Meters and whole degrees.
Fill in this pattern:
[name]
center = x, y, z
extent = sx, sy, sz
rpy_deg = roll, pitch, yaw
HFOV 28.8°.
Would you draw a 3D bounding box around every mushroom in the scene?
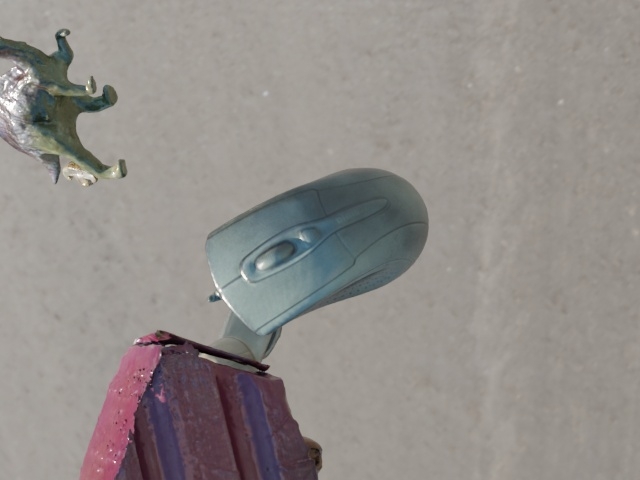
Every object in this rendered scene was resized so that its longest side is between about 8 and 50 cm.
[mushroom]
center = -0.435, -0.119, 2.252
extent = 0.101, 0.019, 0.049
rpy_deg = 8, 135, 47

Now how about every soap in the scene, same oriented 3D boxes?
[soap]
center = -0.098, 0.211, 0.991
extent = 0.112, 0.182, 0.289
rpy_deg = -13, 91, 63

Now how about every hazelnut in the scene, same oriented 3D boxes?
[hazelnut]
center = -0.037, 0.368, 2.097
extent = 0.086, 0.086, 0.086
rpy_deg = 27, 137, 28

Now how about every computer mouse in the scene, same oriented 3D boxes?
[computer mouse]
center = 0.000, 0.000, 1.820
extent = 0.188, 0.371, 0.122
rpy_deg = 59, 162, 15

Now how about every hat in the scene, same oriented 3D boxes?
[hat]
center = -0.180, 0.198, 2.234
extent = 0.219, 0.164, 0.226
rpy_deg = -24, 64, 53

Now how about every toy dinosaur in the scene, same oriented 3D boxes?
[toy dinosaur]
center = -0.353, -0.177, 1.612
extent = 0.162, 0.077, 0.294
rpy_deg = -6, 128, 11
